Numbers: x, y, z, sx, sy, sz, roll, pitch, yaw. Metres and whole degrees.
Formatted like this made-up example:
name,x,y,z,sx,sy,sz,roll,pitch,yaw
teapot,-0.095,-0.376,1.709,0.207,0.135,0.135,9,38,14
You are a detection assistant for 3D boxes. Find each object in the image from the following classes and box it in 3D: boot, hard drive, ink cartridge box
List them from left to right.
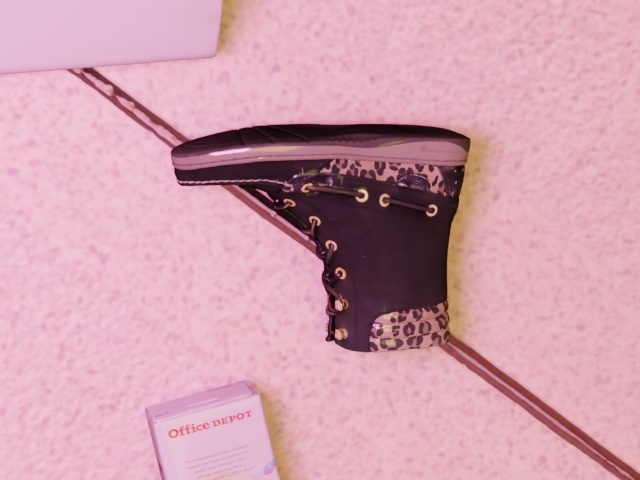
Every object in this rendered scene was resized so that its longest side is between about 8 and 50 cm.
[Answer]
name,x,y,z,sx,sy,sz,roll,pitch,yaw
hard drive,-0.222,-0.194,1.425,0.308,0.203,0.040,-6,57,-12
ink cartridge box,-0.082,0.183,1.587,0.088,0.052,0.122,-15,105,-10
boot,0.001,0.000,1.556,0.236,0.085,0.178,-2,103,-13
